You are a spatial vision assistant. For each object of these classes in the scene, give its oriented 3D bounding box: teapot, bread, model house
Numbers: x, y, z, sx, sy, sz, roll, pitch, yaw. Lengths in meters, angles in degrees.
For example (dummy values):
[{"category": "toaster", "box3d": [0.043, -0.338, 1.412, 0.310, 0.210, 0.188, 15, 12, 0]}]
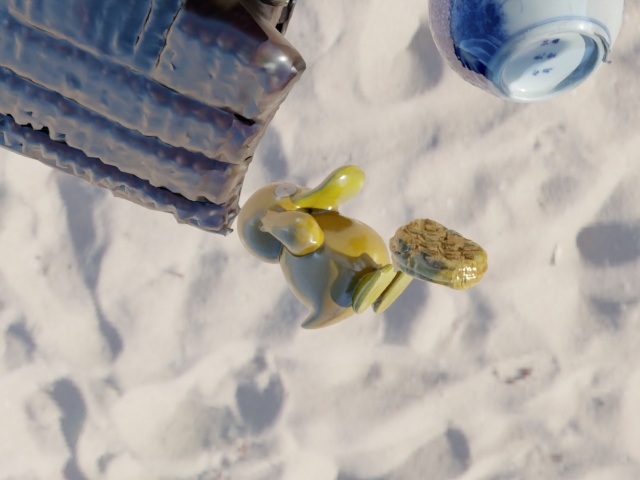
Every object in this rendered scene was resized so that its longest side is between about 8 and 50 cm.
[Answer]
[{"category": "teapot", "box3d": [0.258, -0.333, 1.772, 0.252, 0.280, 0.424, -10, 150, -8]}, {"category": "bread", "box3d": [0.123, 0.016, 1.445, 0.110, 0.083, 0.044, 29, 122, 33]}, {"category": "model house", "box3d": [-0.130, -0.165, 0.663, 0.317, 0.297, 0.282, 26, 114, 3]}]

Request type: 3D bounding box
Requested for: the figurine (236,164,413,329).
[{"category": "figurine", "box3d": [0.001, 0.010, 1.887, 0.215, 0.215, 0.228, -31, 76, 28]}]
